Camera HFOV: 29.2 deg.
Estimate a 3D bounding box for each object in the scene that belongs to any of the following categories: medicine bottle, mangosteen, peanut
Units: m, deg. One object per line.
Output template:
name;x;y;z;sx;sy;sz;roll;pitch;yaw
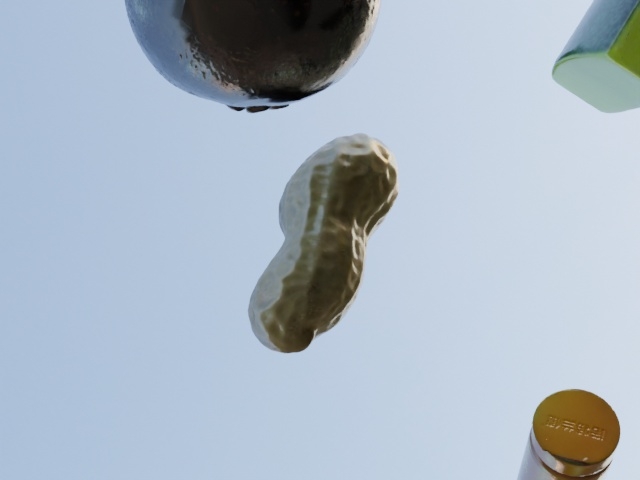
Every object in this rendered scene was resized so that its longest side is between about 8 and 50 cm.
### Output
medicine bottle;0.278;0.252;1.396;0.096;0.096;0.192;-35;-28;-19
mangosteen;-0.071;-0.279;1.312;0.288;0.288;0.288;-16;-61;-31
peanut;0.000;0.000;1.486;0.120;0.136;0.298;52;-127;-50

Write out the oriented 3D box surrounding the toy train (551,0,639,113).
toy train;0.349;-0.222;0.852;0.272;0.179;0.442;32;-92;-5
